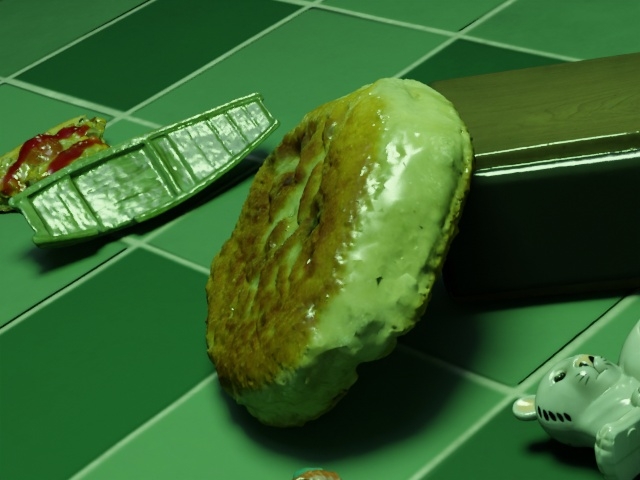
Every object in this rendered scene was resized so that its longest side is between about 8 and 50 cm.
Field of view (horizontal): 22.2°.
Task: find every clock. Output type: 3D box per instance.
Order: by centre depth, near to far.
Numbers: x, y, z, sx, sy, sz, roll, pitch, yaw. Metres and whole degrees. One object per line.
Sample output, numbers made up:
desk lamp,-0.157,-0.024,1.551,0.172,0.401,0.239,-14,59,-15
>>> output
clock,0.242,0.104,1.239,0.176,0.080,0.117,-31,34,-23

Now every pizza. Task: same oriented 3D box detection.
pizza,-0.274,-0.079,1.775,0.199,0.062,0.188,17,44,38

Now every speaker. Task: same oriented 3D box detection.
speaker,0.213,-0.058,1.449,0.231,0.153,0.192,-7,32,12

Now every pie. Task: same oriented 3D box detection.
pie,0.000,0.000,1.361,0.315,0.092,0.315,-42,32,33

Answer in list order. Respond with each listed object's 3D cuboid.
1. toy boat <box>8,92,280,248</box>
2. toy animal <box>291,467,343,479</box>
toy boat,-0.177,-0.066,1.691,0.293,0.055,0.093,-26,68,-20
toy animal,0.016,0.224,1.143,0.103,0.100,0.208,16,11,-33
